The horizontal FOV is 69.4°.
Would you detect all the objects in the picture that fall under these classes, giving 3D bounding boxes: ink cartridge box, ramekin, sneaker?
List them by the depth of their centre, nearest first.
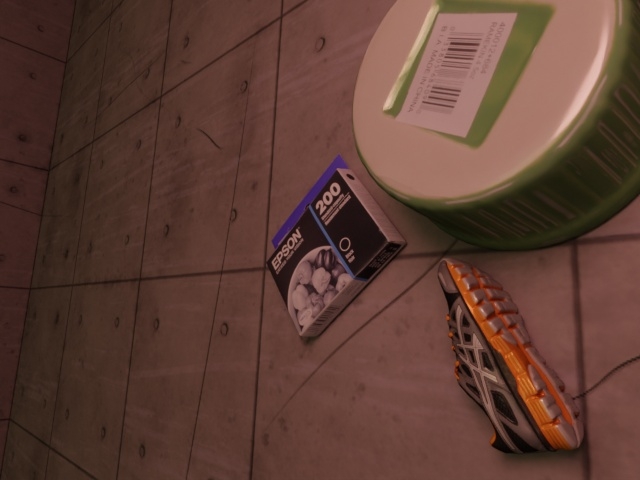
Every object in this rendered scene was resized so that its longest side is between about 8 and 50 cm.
[{"bbox_3d":[0.169,0.114,0.475,0.083,0.084,0.214,-44,54,36],"label":"sneaker"},{"bbox_3d":[0.176,-0.149,0.478,0.304,0.148,0.302,-12,72,43],"label":"ramekin"},{"bbox_3d":[0.000,0.000,0.698,0.206,0.045,0.208,-51,49,25],"label":"ink cartridge box"}]
